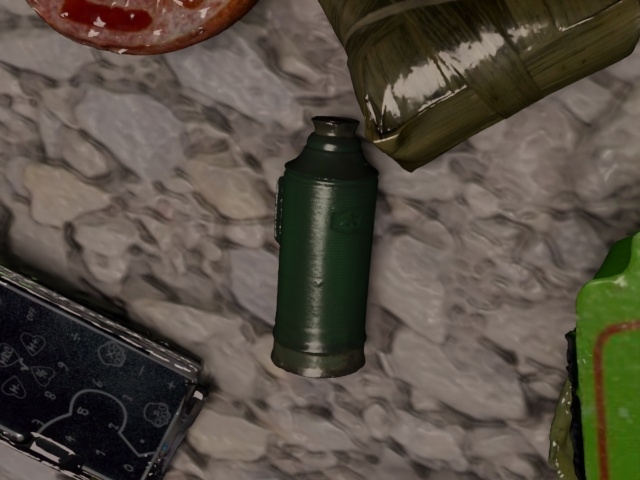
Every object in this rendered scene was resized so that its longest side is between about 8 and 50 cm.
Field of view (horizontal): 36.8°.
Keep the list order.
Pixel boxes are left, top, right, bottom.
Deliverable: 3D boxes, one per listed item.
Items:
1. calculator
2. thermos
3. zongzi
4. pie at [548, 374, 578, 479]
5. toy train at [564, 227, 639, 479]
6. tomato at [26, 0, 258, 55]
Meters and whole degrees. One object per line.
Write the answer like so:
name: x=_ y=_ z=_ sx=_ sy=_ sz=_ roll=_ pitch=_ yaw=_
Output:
calculator: x=-0.239 y=0.112 z=0.813 sx=0.274 sy=0.028 sz=0.165 roll=27 pitch=115 yaw=-4
thermos: x=0.004 y=0.001 z=0.715 sx=0.073 sy=0.083 sz=0.187 roll=2 pitch=107 yaw=-8
zongzi: x=0.096 y=-0.178 z=0.633 sx=0.205 sy=0.094 sz=0.204 roll=-27 pitch=75 yaw=12
pie: x=0.305 y=0.153 z=0.676 sx=0.306 sy=0.071 sz=0.306 roll=4 pitch=106 yaw=14
toy train: x=0.273 y=0.103 z=0.551 sx=0.249 sy=0.173 sz=0.307 roll=-1 pitch=104 yaw=26
tomato: x=-0.122 y=-0.249 z=0.656 sx=0.237 sy=0.095 sz=0.236 roll=6 pitch=112 yaw=14
